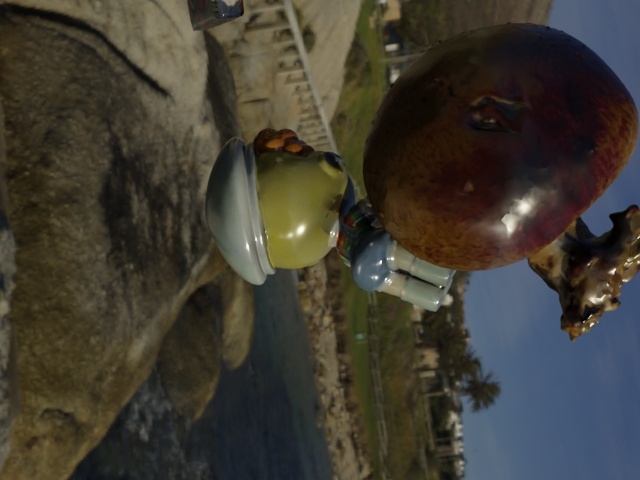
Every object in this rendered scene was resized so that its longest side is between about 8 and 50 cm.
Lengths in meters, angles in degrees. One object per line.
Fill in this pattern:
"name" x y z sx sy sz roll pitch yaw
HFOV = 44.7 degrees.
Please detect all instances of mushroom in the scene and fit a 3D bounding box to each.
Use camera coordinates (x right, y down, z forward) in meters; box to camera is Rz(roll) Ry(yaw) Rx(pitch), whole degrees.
"mushroom" 0.253 -0.103 1.003 0.356 0.331 0.334 20 14 -45

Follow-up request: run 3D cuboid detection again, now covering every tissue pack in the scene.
"tissue pack" -0.185 -0.424 1.331 0.148 0.060 0.108 17 -62 64

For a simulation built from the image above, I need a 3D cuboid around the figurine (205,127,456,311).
"figurine" 0.006 -0.023 1.090 0.205 0.382 0.224 -50 145 -45
